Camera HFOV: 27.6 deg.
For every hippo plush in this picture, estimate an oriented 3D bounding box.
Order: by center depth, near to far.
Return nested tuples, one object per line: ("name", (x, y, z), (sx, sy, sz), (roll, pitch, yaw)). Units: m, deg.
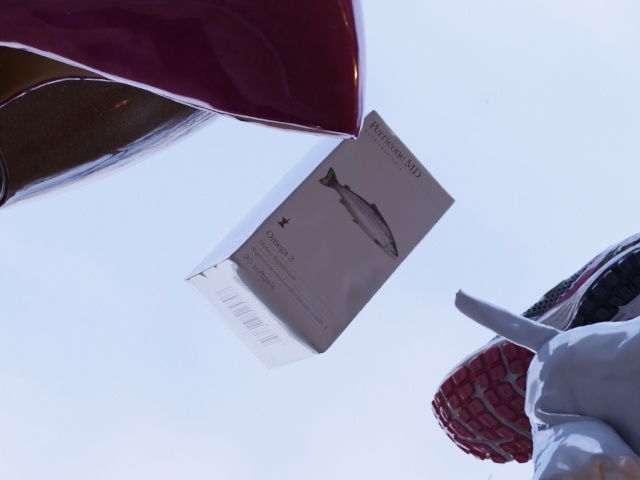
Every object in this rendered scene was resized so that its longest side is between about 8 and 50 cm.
("hippo plush", (0.273, 0.102, 0.880), (0.234, 0.294, 0.236), (35, -67, -23))

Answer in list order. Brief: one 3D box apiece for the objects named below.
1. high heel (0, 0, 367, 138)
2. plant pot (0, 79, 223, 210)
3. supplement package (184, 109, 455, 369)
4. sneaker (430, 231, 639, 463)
("high heel", (-0.146, -0.070, 0.634), (0.377, 0.127, 0.181), (-26, -105, 38))
("plant pot", (-0.208, -0.125, 1.019), (0.215, 0.230, 0.215), (21, -45, 23))
("supplement package", (0.000, 0.000, 1.030), (0.105, 0.105, 0.179), (47, -117, -9))
("sneaker", (0.236, 0.100, 1.205), (0.299, 0.112, 0.121), (-37, -84, 19))
